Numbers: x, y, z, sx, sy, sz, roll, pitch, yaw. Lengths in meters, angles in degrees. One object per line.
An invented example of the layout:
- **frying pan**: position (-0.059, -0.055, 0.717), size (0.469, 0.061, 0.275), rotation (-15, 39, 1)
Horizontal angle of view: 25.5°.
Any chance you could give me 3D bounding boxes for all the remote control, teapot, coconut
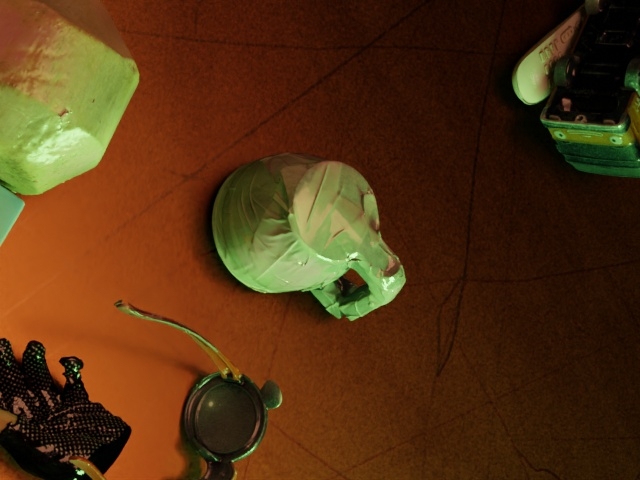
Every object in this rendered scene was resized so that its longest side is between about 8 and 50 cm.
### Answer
- **remote control**: position (0.330, -0.263, 1.966), size (0.229, 0.044, 0.073), rotation (-43, 120, -36)
- **teapot**: position (-0.012, 0.003, 1.642), size (0.163, 0.178, 0.221), rotation (-21, 95, -31)
- **coconut**: position (-0.305, -0.177, 1.483), size (0.237, 0.197, 0.236), rotation (3, 83, -25)

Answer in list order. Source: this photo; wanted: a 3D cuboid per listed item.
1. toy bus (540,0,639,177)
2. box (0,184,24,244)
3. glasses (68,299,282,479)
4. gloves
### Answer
- **toy bus**: position (0.421, -0.229, 1.942), size (0.167, 0.139, 0.275), rotation (51, 57, -45)
- **box**: position (-0.441, -0.039, 1.447), size (0.232, 0.083, 0.142), rotation (36, 66, -21)
- **glasses**: position (-0.146, 0.208, 1.492), size (0.268, 0.118, 0.234), rotation (61, 41, -59)
- **gloves**: position (-0.303, 0.185, 1.503), size (0.181, 0.106, 0.129), rotation (35, 56, 10)
